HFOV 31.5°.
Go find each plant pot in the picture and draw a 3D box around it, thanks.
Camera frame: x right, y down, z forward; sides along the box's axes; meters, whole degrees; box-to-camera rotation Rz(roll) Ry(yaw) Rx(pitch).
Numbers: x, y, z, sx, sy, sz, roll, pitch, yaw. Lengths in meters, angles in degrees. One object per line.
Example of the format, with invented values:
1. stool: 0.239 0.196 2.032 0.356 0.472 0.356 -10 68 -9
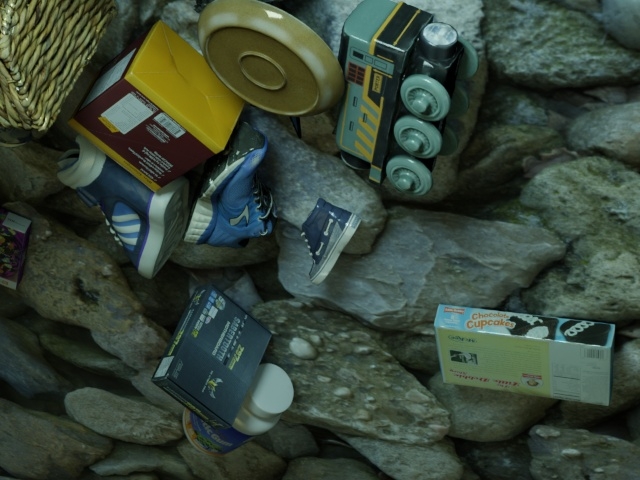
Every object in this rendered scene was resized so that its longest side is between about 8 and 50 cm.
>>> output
1. plant pot: -0.078 -0.253 1.636 0.236 0.032 0.236 21 153 11

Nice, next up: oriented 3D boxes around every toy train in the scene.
1. toy train: 0.113 -0.205 1.674 0.190 0.142 0.334 27 147 13

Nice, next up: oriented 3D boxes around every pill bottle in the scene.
1. pill bottle: -0.176 0.363 2.474 0.152 0.152 0.272 33 141 -17

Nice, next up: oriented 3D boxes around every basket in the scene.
1. basket: -0.468 -0.325 1.640 0.223 0.299 0.213 5 141 19

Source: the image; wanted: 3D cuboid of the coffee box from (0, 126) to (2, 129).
1. coffee box: -0.744 -0.260 1.812 0.338 0.338 0.334 2 139 23

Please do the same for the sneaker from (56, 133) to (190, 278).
1. sneaker: -0.366 -0.079 2.060 0.236 0.130 0.323 31 149 5

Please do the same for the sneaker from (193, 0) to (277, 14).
1. sneaker: -0.089 -0.362 1.607 0.237 0.085 0.086 -16 138 41

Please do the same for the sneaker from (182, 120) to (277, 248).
1. sneaker: -0.134 -0.088 1.949 0.147 0.130 0.330 14 150 -10

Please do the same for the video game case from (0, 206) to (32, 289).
1. video game case: -0.711 -0.007 2.352 0.210 0.042 0.232 23 142 -5

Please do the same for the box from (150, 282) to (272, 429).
1. box: -0.213 0.231 2.262 0.059 0.233 0.183 -15 130 45

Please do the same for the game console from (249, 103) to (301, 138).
1. game console: -0.076 -0.229 1.770 0.107 0.071 0.122 10 141 12

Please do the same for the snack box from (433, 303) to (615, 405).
1. snack box: 0.380 0.213 2.116 0.322 0.060 0.187 6 140 18

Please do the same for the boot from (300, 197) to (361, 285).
1. boot: 0.000 0.000 2.031 0.086 0.069 0.190 30 134 -1

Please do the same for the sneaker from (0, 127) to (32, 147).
1. sneaker: -0.583 -0.210 2.039 0.135 0.052 0.058 18 138 2

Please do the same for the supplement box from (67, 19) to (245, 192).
1. supplement box: -0.261 -0.211 1.828 0.191 0.129 0.194 40 139 -24
